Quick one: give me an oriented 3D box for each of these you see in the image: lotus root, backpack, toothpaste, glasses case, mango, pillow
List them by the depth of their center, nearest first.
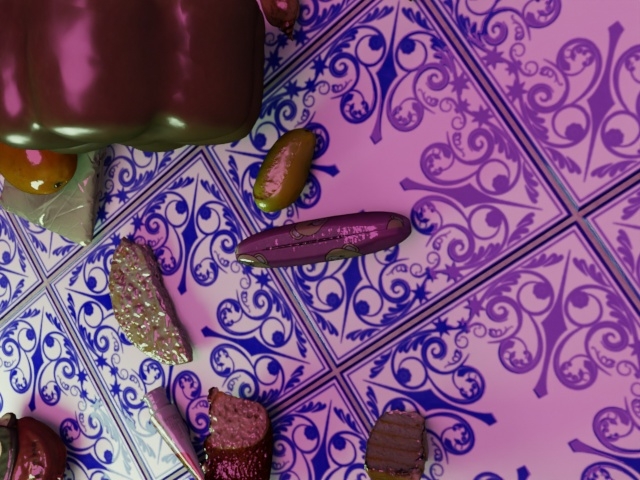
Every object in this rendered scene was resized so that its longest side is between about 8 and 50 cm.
[{"bbox_3d":[0.000,0.000,1.340,0.316,0.123,0.076,-9,90,26],"label":"glasses case"},{"bbox_3d":[-0.070,-0.422,1.381,0.072,0.063,0.152,-23,81,40],"label":"lotus root"},{"bbox_3d":[-0.059,-0.123,1.391,0.091,0.074,0.165,36,95,26],"label":"mango"},{"bbox_3d":[-0.564,-0.170,1.521,0.221,0.120,0.152,20,108,33],"label":"mango"},{"bbox_3d":[-0.273,0.397,1.532,0.057,0.089,0.234,-30,76,-20],"label":"toothpaste"},{"bbox_3d":[-0.553,-0.159,1.629,0.274,0.076,0.281,21,108,26],"label":"pillow"},{"bbox_3d":[-0.635,0.488,1.679,0.229,0.139,0.229,-9,71,27],"label":"backpack"}]

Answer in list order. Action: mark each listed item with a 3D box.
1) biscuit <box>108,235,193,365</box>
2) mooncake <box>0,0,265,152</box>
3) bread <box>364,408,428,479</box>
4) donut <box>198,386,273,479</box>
[{"bbox_3d":[-0.355,0.134,1.569,0.141,0.038,0.290,-31,78,25],"label":"biscuit"},{"bbox_3d":[-0.312,-0.279,1.295,0.466,0.467,0.262,0,93,26],"label":"mooncake"},{"bbox_3d":[0.125,0.367,1.295,0.103,0.156,0.110,9,118,16],"label":"bread"},{"bbox_3d":[-0.148,0.381,1.448,0.126,0.144,0.187,4,67,19],"label":"donut"}]
